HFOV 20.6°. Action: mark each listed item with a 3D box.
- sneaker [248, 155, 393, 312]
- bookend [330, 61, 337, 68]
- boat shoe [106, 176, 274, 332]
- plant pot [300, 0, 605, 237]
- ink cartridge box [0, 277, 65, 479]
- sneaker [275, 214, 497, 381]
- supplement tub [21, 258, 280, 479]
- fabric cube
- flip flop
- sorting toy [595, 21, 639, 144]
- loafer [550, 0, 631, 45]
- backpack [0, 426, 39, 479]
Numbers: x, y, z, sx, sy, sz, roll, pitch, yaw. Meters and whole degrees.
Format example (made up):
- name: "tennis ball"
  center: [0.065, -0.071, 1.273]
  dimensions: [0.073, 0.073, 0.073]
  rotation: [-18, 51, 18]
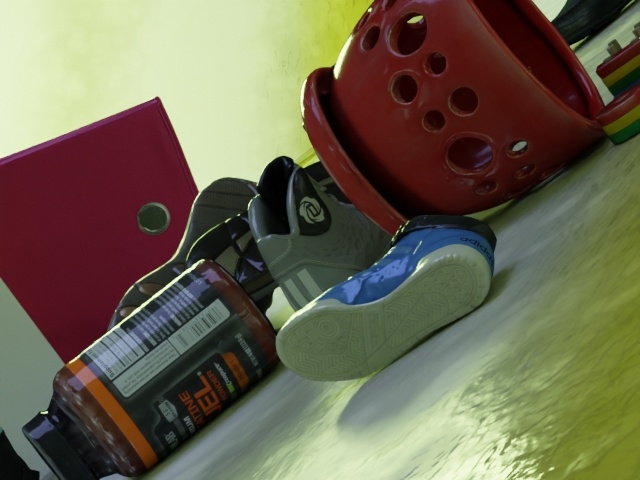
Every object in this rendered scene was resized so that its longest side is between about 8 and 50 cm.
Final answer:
- name: "sneaker"
  center: [0.016, -0.023, 1.393]
  dimensions: [0.086, 0.132, 0.228]
  rotation: [-34, 7, 30]
- name: "bookend"
  center: [0.058, -0.113, 1.750]
  dimensions: [0.072, 0.157, 0.156]
  rotation: [-37, 6, 2]
- name: "boat shoe"
  center: [-0.103, 0.075, 1.552]
  dimensions: [0.324, 0.123, 0.116]
  rotation: [-57, -15, -49]
- name: "plant pot"
  center: [0.092, -0.105, 1.322]
  dimensions: [0.174, 0.191, 0.191]
  rotation: [-38, 5, 23]
- name: "ink cartridge box"
  center: [-0.445, 0.184, 1.768]
  dimensions: [0.395, 0.285, 0.166]
  rotation: [-32, 7, 39]
- name: "sneaker"
  center: [0.045, 0.033, 1.116]
  dimensions: [0.152, 0.058, 0.084]
  rotation: [-30, 14, 24]
- name: "supplement tub"
  center: [-0.132, 0.111, 1.363]
  dimensions: [0.198, 0.106, 0.106]
  rotation: [-39, 6, -12]
- name: "fabric cube"
  center: [-0.265, -0.001, 2.045]
  dimensions: [0.258, 0.254, 0.259]
  rotation: [-22, 3, -8]
- name: "flip flop"
  center: [0.000, 0.000, 1.528]
  dimensions: [0.112, 0.080, 0.277]
  rotation: [21, 41, 41]
- name: "sorting toy"
  center: [0.270, -0.154, 1.336]
  dimensions: [0.132, 0.046, 0.274]
  rotation: [-35, 6, 19]
- name: "loafer"
  center: [0.319, -0.292, 1.994]
  dimensions: [0.223, 0.078, 0.076]
  rotation: [-39, 5, -14]
- name: "backpack"
  center: [-0.341, 0.237, 1.451]
  dimensions: [0.188, 0.144, 0.166]
  rotation: [-36, 10, 40]
